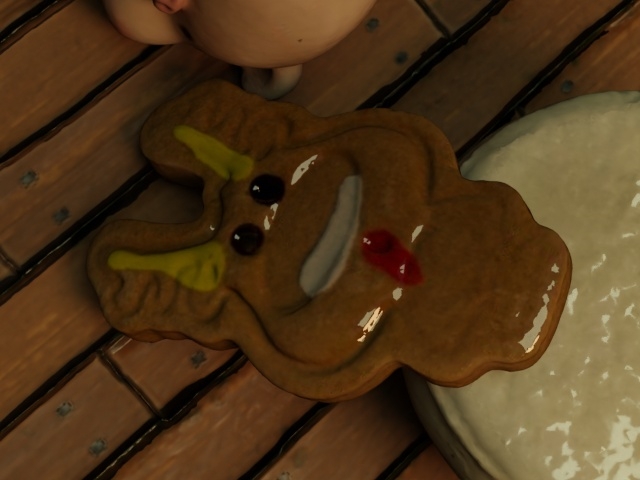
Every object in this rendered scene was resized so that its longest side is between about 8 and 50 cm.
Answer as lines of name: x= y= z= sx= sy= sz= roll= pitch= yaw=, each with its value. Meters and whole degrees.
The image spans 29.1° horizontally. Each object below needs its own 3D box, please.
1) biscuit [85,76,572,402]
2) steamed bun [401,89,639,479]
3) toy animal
biscuit: x=-0.001 y=-0.001 z=0.714 sx=0.295 sy=0.044 sz=0.186 roll=11 pitch=73 yaw=26
steamed bun: x=0.187 y=0.055 z=0.762 sx=0.283 sy=0.177 sz=0.283 roll=-3 pitch=72 yaw=8
toy animal: x=-0.052 y=-0.230 z=0.760 sx=0.229 sy=0.210 sz=0.221 roll=26 pitch=68 yaw=-3
